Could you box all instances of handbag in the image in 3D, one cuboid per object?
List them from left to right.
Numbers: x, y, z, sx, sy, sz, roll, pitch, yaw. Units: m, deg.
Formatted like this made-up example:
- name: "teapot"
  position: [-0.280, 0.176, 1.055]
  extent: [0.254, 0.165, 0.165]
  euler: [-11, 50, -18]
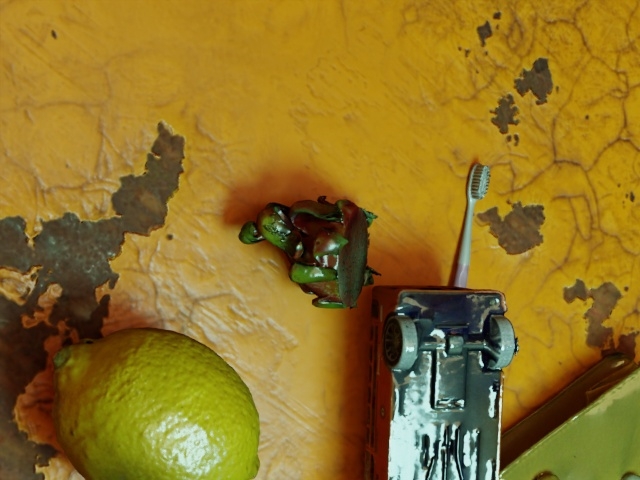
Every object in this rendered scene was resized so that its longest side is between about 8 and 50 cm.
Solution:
- name: "handbag"
  position: [0.379, 0.366, 1.940]
  extent: [0.283, 0.133, 0.401]
  euler: [-32, 106, -16]

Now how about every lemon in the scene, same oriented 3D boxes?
- name: "lemon"
  position: [-0.167, 0.186, 1.619]
  extent: [0.256, 0.188, 0.188]
  euler: [32, 79, -21]

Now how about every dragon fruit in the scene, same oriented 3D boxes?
- name: "dragon fruit"
  position: [0.000, 0.000, 1.738]
  extent: [0.175, 0.142, 0.138]
  euler: [22, 42, -7]

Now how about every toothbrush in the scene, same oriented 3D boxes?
- name: "toothbrush"
  position: [0.165, 0.050, 1.864]
  extent: [0.020, 0.025, 0.287]
  euler: [11, 89, -27]

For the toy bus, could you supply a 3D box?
- name: "toy bus"
  position: [0.122, 0.215, 1.778]
  extent: [0.143, 0.153, 0.329]
  euler: [0, 93, -20]
